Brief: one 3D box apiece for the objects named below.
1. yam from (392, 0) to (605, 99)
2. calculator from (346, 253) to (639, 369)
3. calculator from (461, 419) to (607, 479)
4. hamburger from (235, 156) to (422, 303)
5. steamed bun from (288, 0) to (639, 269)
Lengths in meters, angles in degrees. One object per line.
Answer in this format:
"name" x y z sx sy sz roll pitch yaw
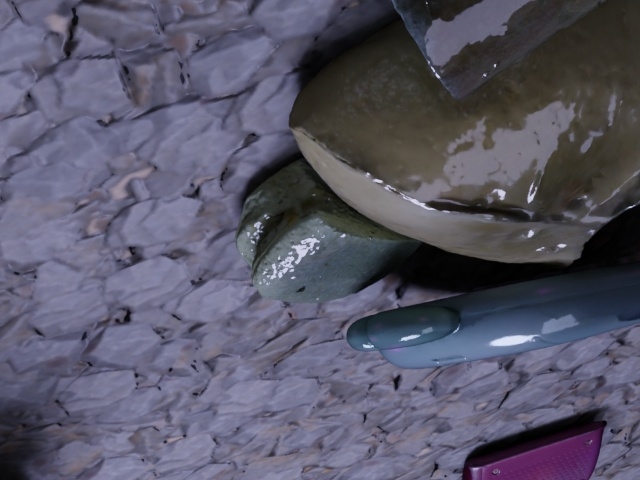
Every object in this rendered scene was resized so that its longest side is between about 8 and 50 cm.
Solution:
"yam" 0.142 -0.164 0.676 0.259 0.093 0.093 -32 149 16
"calculator" 0.141 0.041 0.972 0.299 0.041 0.185 -9 176 -40
"calculator" 0.174 0.217 1.364 0.127 0.034 0.190 -17 150 -14
"hamburger" 0.001 0.003 0.889 0.084 0.054 0.121 -43 152 28
"steamed bun" 0.121 -0.058 0.816 0.212 0.110 0.231 -40 148 27
